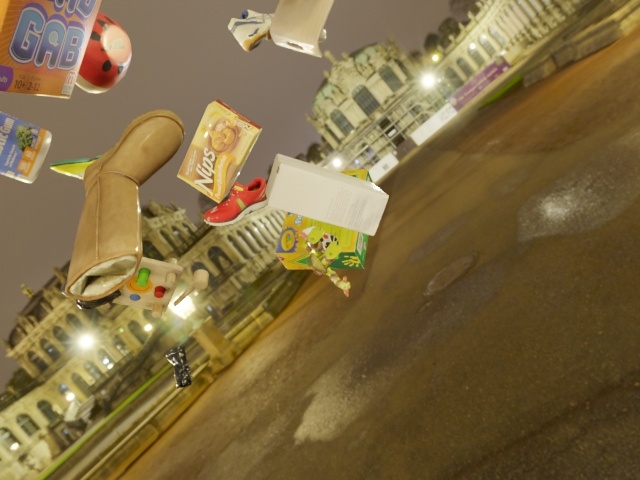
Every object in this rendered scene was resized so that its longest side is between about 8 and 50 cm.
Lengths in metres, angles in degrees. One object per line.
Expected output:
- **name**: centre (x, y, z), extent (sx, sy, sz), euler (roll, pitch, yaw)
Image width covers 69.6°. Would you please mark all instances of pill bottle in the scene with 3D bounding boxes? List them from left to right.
- **pill bottle**: centre (-0.849, -0.261, 1.160), extent (0.152, 0.272, 0.152), euler (-26, 53, 42)

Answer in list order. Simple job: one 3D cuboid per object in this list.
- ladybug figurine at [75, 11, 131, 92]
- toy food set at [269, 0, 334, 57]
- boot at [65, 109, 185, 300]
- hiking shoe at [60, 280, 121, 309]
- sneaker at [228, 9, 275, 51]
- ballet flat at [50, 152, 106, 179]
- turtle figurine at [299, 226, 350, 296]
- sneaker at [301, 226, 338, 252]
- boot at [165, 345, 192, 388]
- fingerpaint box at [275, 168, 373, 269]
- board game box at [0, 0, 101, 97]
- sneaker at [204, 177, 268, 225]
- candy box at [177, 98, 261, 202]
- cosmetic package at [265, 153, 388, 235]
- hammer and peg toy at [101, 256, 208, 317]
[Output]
- **ladybug figurine**: centre (-0.855, -0.735, 1.773), extent (0.161, 0.305, 0.449), euler (-10, 33, 4)
- **toy food set**: centre (-0.021, -0.778, 1.518), extent (0.092, 0.219, 0.306), euler (11, -74, -57)
- **boot**: centre (-0.310, -0.064, 0.759), extent (0.236, 0.089, 0.270), euler (-36, 46, 18)
- **hiking shoe**: centre (-0.763, 0.186, 1.505), extent (0.114, 0.086, 0.227), euler (-42, -21, 6)
- **sneaker**: centre (-0.237, -0.850, 1.790), extent (0.112, 0.131, 0.296), euler (-37, 11, 45)
- **ballet flat**: centre (-0.672, -0.218, 1.374), extent (0.230, 0.077, 0.077), euler (-17, 19, -17)
- **turtle figurine**: centre (-0.003, 0.048, 1.402), extent (0.087, 0.270, 0.217), euler (-29, -23, -14)
- **sneaker**: centre (0.000, 0.000, 1.599), extent (0.071, 0.170, 0.068), euler (1, 61, 46)
- **boot**: centre (-0.364, 0.330, 1.187), extent (0.045, 0.099, 0.121), euler (-7, -17, -31)
- **fingerpaint box**: centre (0.032, -0.094, 2.102), extent (0.370, 0.163, 0.445), euler (-2, 57, 21)
- **board game box**: centre (-0.677, -0.522, 0.882), extent (0.356, 0.356, 0.357), euler (-111, 45, -74)
- **sneaker**: centre (-0.303, -0.147, 1.636), extent (0.279, 0.107, 0.118), euler (-35, -42, -36)
- **candy box**: centre (-0.360, -0.309, 1.628), extent (0.316, 0.182, 0.088), euler (-54, 5, 33)
- **cosmetic package**: centre (0.014, -0.161, 1.589), extent (0.217, 0.384, 0.156), euler (-111, 37, -70)
- **hammer and peg toy**: centre (-0.619, 0.178, 1.721), extent (0.266, 0.361, 0.127), euler (-56, 29, 33)
